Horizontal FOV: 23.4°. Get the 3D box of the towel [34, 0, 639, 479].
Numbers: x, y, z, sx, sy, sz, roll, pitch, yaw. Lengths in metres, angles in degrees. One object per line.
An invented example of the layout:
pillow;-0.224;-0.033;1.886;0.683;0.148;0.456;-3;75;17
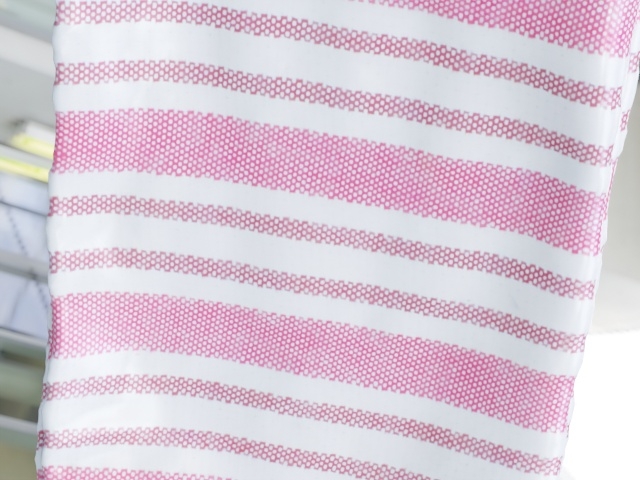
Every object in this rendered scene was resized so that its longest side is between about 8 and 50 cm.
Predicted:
towel;0.000;0.000;0.388;0.029;0.144;0.197;-77;175;-64
